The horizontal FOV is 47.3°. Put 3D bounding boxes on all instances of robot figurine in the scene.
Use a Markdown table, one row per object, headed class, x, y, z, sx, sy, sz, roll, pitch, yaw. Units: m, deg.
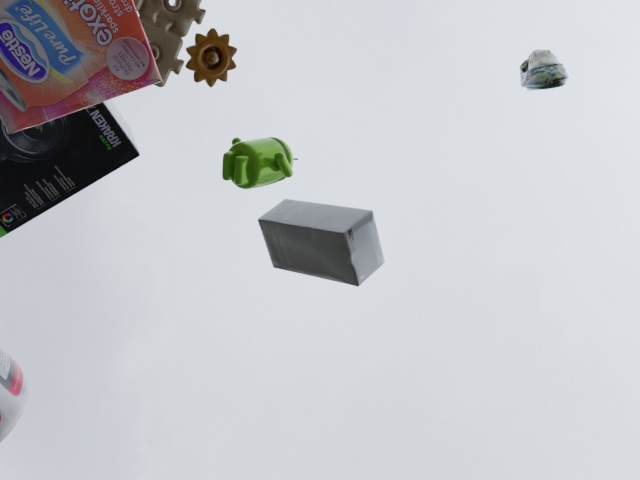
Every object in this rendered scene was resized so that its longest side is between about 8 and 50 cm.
| class | x | y | z | sx | sy | sz | roll | pitch | yaw |
| --- | --- | --- | --- | --- | --- | --- | --- | --- | --- |
| robot figurine | -0.086 | -0.110 | 1.029 | 0.101 | 0.115 | 0.067 | 19 | -65 | 37 |

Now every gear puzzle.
| class | x | y | z | sx | sy | sz | roll | pitch | yaw |
| --- | --- | --- | --- | --- | --- | --- | --- | --- | --- |
| gear puzzle | -0.255 | -0.319 | 1.023 | 0.044 | 0.339 | 0.175 | 34 | -79 | 49 |

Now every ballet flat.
| class | x | y | z | sx | sy | sz | roll | pitch | yaw |
| --- | --- | --- | --- | --- | --- | --- | --- | --- | --- |
| ballet flat | 0.342 | -0.267 | 1.141 | 0.070 | 0.188 | 0.070 | 1 | -80 | 5 |

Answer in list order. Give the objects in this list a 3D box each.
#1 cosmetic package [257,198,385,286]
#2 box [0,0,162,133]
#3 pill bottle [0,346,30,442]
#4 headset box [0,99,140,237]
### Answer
| class | x | y | z | sx | sy | sz | roll | pitch | yaw |
| --- | --- | --- | --- | --- | --- | --- | --- | --- | --- |
| cosmetic package | 0.000 | 0.000 | 1.462 | 0.238 | 0.107 | 0.127 | 10 | -54 | 37 |
| box | -0.275 | -0.221 | 0.721 | 0.300 | 0.142 | 0.154 | 38 | -32 | 60 |
| pill bottle | -0.537 | 0.138 | 0.927 | 0.176 | 0.176 | 0.318 | -10 | -52 | 27 |
| headset box | -0.461 | -0.171 | 1.080 | 0.283 | 0.131 | 0.246 | -31 | -51 | -3 |
